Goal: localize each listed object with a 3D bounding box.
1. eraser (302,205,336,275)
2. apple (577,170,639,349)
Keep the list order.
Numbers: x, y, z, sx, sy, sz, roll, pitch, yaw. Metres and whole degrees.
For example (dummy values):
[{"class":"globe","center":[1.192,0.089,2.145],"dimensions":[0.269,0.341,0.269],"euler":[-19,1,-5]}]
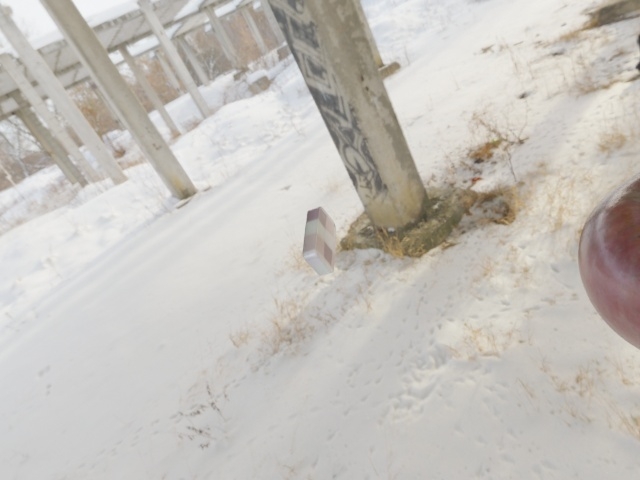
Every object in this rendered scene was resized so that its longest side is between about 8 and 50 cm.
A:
[{"class":"eraser","center":[0.000,0.000,0.678],"dimensions":[0.026,0.065,0.105],"euler":[-18,48,26]},{"class":"apple","center":[0.257,0.018,0.268],"dimensions":[0.153,0.120,0.154],"euler":[-31,30,20]}]
